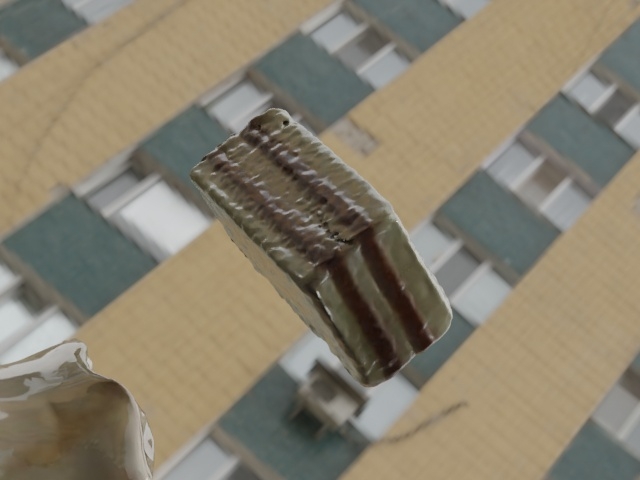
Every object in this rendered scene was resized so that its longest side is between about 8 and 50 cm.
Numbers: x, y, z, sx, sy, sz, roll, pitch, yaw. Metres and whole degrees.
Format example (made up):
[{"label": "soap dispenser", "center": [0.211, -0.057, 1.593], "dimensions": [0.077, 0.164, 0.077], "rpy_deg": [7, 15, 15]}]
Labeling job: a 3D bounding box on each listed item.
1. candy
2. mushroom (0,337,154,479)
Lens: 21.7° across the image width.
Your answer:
[{"label": "candy", "center": [0.000, 0.000, 1.749], "dimensions": [0.179, 0.135, 0.320], "rpy_deg": [56, -8, -35]}, {"label": "mushroom", "center": [-0.220, 0.113, 0.692], "dimensions": [0.297, 0.290, 0.298], "rpy_deg": [-11, -105, 46]}]
